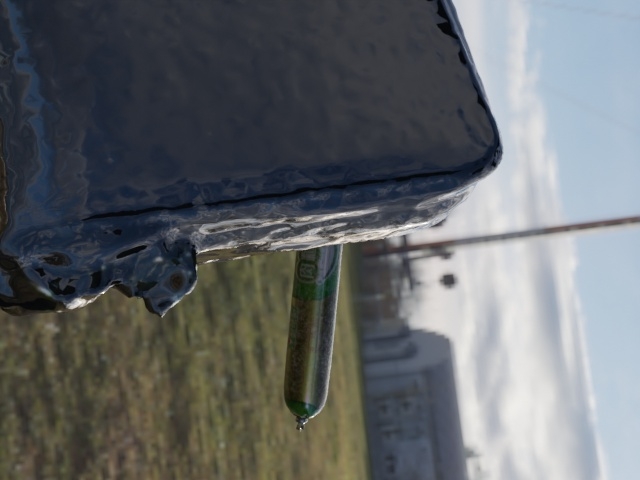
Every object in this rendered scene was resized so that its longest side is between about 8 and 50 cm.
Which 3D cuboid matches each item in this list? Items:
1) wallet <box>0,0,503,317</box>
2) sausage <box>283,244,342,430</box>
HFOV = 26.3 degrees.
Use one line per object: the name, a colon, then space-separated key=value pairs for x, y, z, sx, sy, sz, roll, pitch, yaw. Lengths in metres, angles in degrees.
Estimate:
wallet: x=-0.047 y=-0.099 z=0.367 sx=0.044 sy=0.149 sz=0.250 roll=125 pitch=-49 yaw=-59
sausage: x=0.000 y=0.000 z=0.945 sx=0.033 sy=0.033 sz=0.269 roll=-105 pitch=-159 yaw=-84
